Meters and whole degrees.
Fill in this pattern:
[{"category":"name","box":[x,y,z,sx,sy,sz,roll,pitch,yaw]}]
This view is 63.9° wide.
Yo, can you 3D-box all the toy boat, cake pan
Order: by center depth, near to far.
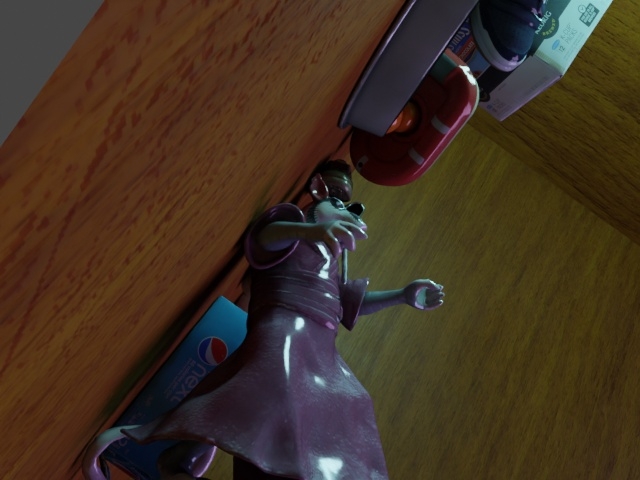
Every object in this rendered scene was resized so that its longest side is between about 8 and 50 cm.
[{"category":"cake pan","box":[0.126,-0.241,0.604,0.293,0.054,0.293,-54,-179,1]},{"category":"toy boat","box":[0.122,-0.191,0.797,0.151,0.151,0.231,-7,141,-47]}]

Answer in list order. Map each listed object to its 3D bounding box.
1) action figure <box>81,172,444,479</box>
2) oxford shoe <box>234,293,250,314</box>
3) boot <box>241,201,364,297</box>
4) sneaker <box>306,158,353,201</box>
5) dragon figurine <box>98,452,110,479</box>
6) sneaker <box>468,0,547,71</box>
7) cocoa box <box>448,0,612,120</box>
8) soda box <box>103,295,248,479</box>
[{"category":"action figure","box":[-0.029,0.093,0.551,0.275,0.248,0.370,-18,-133,27]},{"category":"oxford shoe","box":[-0.094,0.134,1.070,0.123,0.130,0.348,-54,180,43]},{"category":"boot","box":[0.000,0.000,0.829,0.207,0.090,0.248,-33,-175,36]},{"category":"sneaker","box":[0.017,-0.097,0.789,0.188,0.066,0.071,155,-49,-84]},{"category":"dragon figurine","box":[-0.226,0.286,0.374,0.289,0.085,0.144,-53,179,-45]},{"category":"sneaker","box":[0.288,-0.370,0.667,0.153,0.099,0.282,-20,-127,63]},{"category":"cocoa box","box":[0.382,-0.451,0.950,0.347,0.228,0.231,-54,-179,-7]},{"category":"soda box","box":[-0.153,0.169,0.594,0.210,0.071,0.067,-55,180,-39]}]
